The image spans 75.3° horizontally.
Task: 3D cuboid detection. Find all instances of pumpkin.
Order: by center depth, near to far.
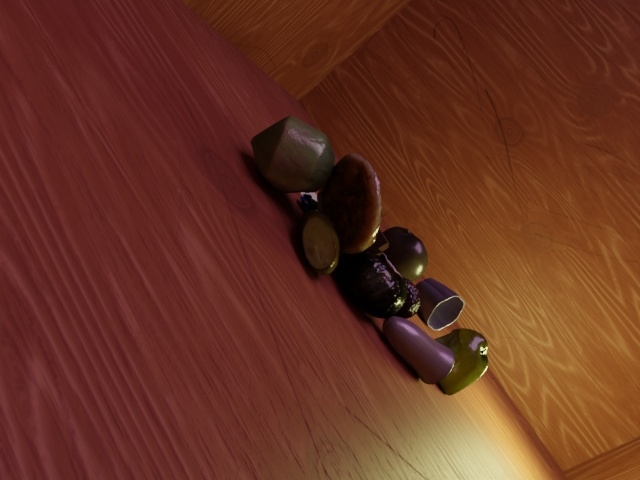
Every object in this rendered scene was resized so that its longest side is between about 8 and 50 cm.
[{"bbox_3d":[0.201,0.154,1.608,0.320,0.192,0.320,44,15,-15],"label":"pumpkin"}]

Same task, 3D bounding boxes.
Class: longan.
[{"bbox_3d":[0.461,0.080,2.405,0.350,0.288,0.288,52,13,30],"label":"longan"}]

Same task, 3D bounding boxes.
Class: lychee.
[{"bbox_3d":[0.351,0.264,1.843,0.194,0.194,0.194,48,16,-19],"label":"lychee"}]

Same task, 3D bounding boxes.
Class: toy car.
[{"bbox_3d":[-0.016,-0.130,1.848,0.216,0.063,0.103,30,27,-37],"label":"toy car"}]

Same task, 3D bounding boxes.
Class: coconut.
[{"bbox_3d":[-0.112,-0.319,1.585,0.328,0.281,0.328,22,26,-12],"label":"coconut"}]

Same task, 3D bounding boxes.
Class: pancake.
[{"bbox_3d":[0.097,-0.135,1.522,0.082,0.387,0.387,1,45,-28],"label":"pancake"}]

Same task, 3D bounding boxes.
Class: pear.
[{"bbox_3d":[0.634,0.521,1.909,0.176,0.281,0.286,58,13,-15],"label":"pear"}]

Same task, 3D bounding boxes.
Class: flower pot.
[{"bbox_3d":[0.687,0.372,2.514,0.265,0.265,0.243,39,6,-41],"label":"flower pot"}]

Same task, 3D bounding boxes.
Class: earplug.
[{"bbox_3d":[0.357,0.404,1.614,0.301,0.172,0.172,41,18,-17],"label":"earplug"}]

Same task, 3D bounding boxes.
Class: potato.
[{"bbox_3d":[0.000,0.000,1.446,0.176,0.141,0.298,59,7,-40],"label":"potato"}]

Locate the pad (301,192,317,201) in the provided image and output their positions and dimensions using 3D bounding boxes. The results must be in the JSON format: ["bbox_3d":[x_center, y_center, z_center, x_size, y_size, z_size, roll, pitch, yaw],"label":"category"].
[{"bbox_3d":[-0.050,-0.222,2.059,0.156,0.004,0.232,49,16,-17],"label":"pad"}]

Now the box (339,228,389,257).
[{"bbox_3d":[0.163,-0.008,1.820,0.215,0.215,0.086,59,7,22],"label":"box"}]

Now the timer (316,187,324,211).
[{"bbox_3d":[0.107,-0.130,1.679,0.161,0.250,0.258,-2,70,-19],"label":"timer"}]
